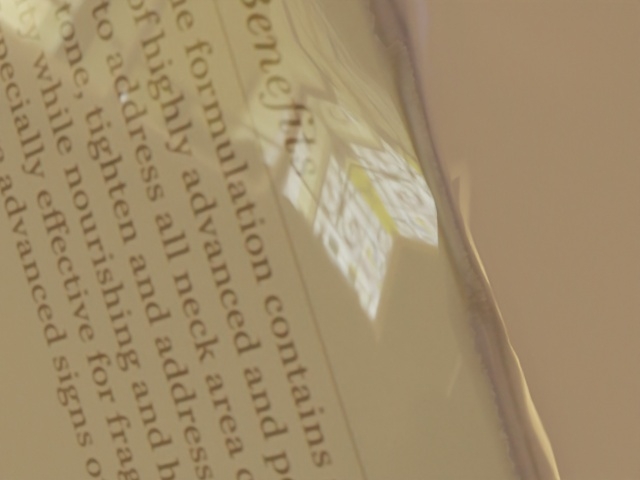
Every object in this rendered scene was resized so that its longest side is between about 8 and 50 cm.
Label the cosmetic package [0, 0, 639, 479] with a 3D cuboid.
[{"bbox_3d":[0.000,0.000,0.730,0.394,0.329,0.327,-18,-1,43],"label":"cosmetic package"}]
